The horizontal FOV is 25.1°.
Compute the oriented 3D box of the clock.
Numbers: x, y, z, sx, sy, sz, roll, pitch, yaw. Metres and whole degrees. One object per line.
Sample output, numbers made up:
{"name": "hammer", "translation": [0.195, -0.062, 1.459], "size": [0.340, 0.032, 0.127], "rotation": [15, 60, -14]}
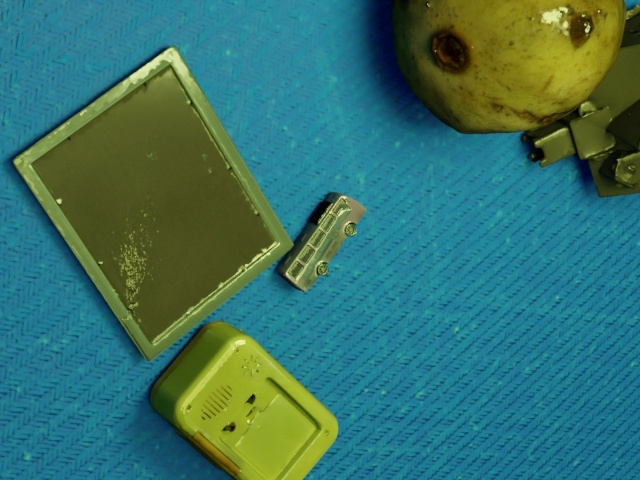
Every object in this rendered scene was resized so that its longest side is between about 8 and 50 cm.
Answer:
{"name": "clock", "translation": [-0.090, 0.206, 1.717], "size": [0.143, 0.096, 0.202], "rotation": [-48, 118, -9]}

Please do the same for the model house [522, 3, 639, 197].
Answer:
{"name": "model house", "translation": [0.392, -0.157, 1.868], "size": [0.243, 0.204, 0.211], "rotation": [-24, 113, -5]}

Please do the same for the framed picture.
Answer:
{"name": "framed picture", "translation": [-0.186, -0.041, 1.651], "size": [0.232, 0.019, 0.296], "rotation": [-38, 116, -18]}

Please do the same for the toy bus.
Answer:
{"name": "toy bus", "translation": [0.000, 0.000, 1.757], "size": [0.052, 0.037, 0.130], "rotation": [39, 82, -26]}

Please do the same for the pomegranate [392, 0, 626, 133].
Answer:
{"name": "pomegranate", "translation": [0.218, -0.259, 1.694], "size": [0.281, 0.281, 0.281], "rotation": [-7, 104, -28]}
